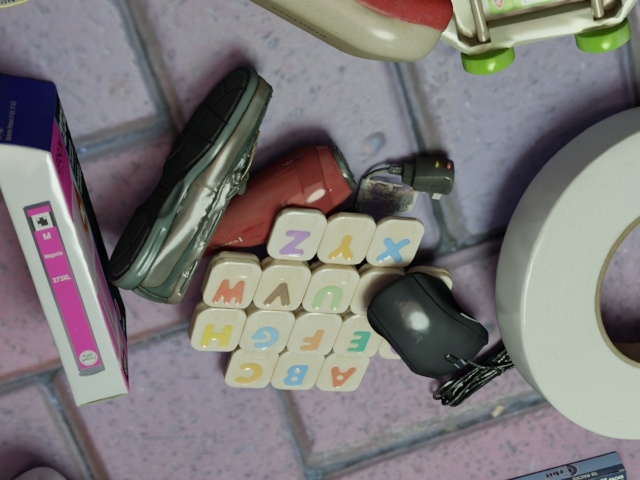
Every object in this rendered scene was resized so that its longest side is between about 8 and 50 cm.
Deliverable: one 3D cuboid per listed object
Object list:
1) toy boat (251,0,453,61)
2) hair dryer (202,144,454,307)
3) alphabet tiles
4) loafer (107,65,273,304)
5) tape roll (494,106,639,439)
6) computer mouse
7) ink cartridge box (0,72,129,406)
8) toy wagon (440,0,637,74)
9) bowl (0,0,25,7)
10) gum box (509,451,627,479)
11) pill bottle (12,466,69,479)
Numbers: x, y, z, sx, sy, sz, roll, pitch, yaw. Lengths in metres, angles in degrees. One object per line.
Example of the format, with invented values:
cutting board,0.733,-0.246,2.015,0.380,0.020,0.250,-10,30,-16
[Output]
toy boat,0.024,-0.266,1.276,0.231,0.151,0.151,28,92,-10
hair dryer,0.000,0.000,1.490,0.293,0.080,0.223,7,117,-13
alphabet tiles,0.001,0.077,1.518,0.284,0.021,0.278,4,132,-20
loafer,-0.122,-0.055,1.423,0.084,0.096,0.267,31,96,-30
tape roll,0.384,0.037,1.533,0.392,0.072,0.392,-7,112,-18
computer mouse,0.176,0.103,1.544,0.184,0.060,0.262,-33,138,6
ink cartridge box,-0.271,-0.030,1.372,0.069,0.176,0.371,-15,119,-1
toy wagon,0.160,-0.299,1.344,0.344,0.068,0.267,-10,120,13
bowl,-0.313,-0.311,1.269,0.170,0.080,0.170,-4,119,-8
gum box,0.326,0.377,1.770,0.157,0.041,0.184,-14,120,-2
pill bottle,-0.239,0.463,1.593,0.392,0.224,0.224,41,105,-19
